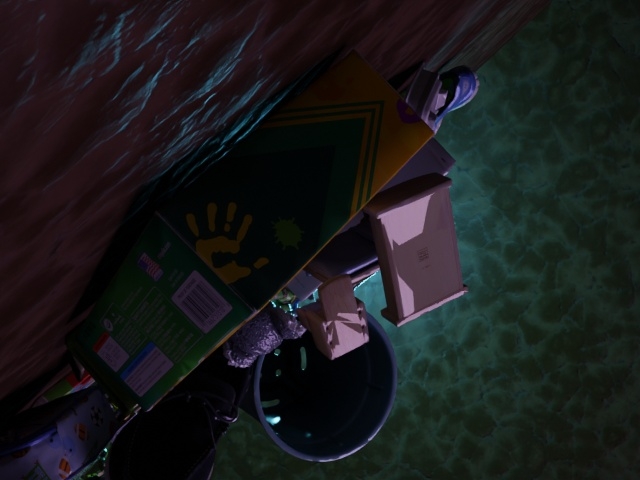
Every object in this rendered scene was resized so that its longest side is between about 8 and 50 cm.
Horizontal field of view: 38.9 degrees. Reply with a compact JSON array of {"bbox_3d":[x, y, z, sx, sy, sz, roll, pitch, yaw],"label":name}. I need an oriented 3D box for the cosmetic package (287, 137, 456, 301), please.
[{"bbox_3d":[0.045,-0.092,1.729,0.385,0.217,0.156,-41,179,16],"label":"cosmetic package"}]

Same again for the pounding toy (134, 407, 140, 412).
[{"bbox_3d":[-0.373,0.295,1.939,0.100,0.141,0.130,-44,179,2],"label":"pounding toy"}]

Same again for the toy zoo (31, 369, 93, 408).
[{"bbox_3d":[-0.487,0.280,1.879,0.293,0.030,0.192,-42,178,-39],"label":"toy zoo"}]

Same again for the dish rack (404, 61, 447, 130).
[{"bbox_3d":[0.198,-0.189,1.936,0.285,0.072,0.332,-63,167,-59],"label":"dish rack"}]

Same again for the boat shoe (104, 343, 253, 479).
[{"bbox_3d":[-0.244,0.315,1.656,0.500,0.187,0.156,-57,168,-62],"label":"boat shoe"}]

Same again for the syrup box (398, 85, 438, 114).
[{"bbox_3d":[0.161,-0.260,2.127,0.237,0.093,0.096,-41,178,-36],"label":"syrup box"}]

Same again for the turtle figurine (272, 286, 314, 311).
[{"bbox_3d":[-0.135,0.056,2.284,0.266,0.275,0.198,-69,168,18],"label":"turtle figurine"}]

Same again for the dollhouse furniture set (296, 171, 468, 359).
[{"bbox_3d":[0.042,-0.007,1.454,0.286,0.198,0.303,-24,-152,-21],"label":"dollhouse furniture set"}]

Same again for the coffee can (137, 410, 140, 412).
[{"bbox_3d":[-0.358,0.292,2.255,0.275,0.201,0.201,-43,178,2],"label":"coffee can"}]

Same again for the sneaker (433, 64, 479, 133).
[{"bbox_3d":[0.275,-0.352,2.468,0.330,0.129,0.147,-47,162,28],"label":"sneaker"}]

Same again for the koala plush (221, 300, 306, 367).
[{"bbox_3d":[-0.148,0.123,1.657,0.196,0.221,0.203,-30,-167,24],"label":"koala plush"}]

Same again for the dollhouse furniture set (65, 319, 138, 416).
[{"bbox_3d":[-0.303,0.180,1.521,0.197,0.151,0.301,-42,178,-22],"label":"dollhouse furniture set"}]

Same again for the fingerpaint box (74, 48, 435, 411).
[{"bbox_3d":[-0.105,-0.001,1.213,0.371,0.163,0.445,-45,-179,-34],"label":"fingerpaint box"}]

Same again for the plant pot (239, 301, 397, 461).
[{"bbox_3d":[-0.058,0.298,2.056,0.341,0.341,0.334,-42,-163,-22],"label":"plant pot"}]

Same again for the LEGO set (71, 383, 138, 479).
[{"bbox_3d":[-0.587,0.523,2.426,0.331,0.192,0.255,-47,142,-4],"label":"LEGO set"}]

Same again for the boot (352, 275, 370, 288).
[{"bbox_3d":[0.000,0.000,2.050,0.089,0.269,0.236,-39,176,18],"label":"boot"}]

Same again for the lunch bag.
[{"bbox_3d":[-0.496,0.352,1.526,0.243,0.115,0.303,-19,-177,15],"label":"lunch bag"}]
